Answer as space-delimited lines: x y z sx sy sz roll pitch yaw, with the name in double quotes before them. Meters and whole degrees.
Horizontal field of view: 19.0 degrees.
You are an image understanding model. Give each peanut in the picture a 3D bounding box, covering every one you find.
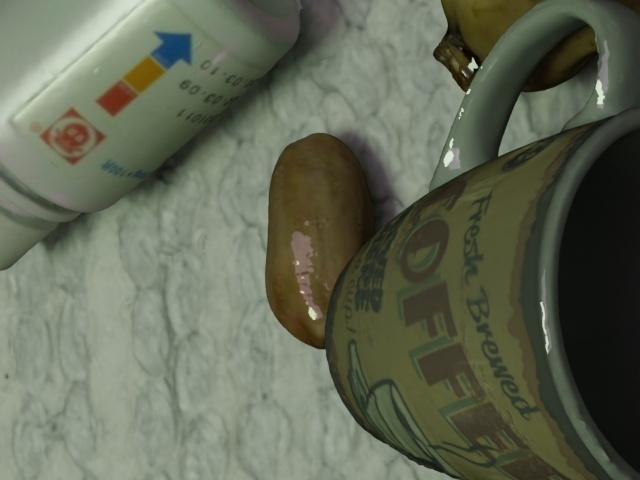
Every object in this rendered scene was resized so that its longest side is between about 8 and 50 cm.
"peanut" 0.000 0.000 1.298 0.076 0.076 0.152 -11 72 28

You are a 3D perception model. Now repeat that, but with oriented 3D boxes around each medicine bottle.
"medicine bottle" -0.168 -0.115 1.351 0.293 0.170 0.170 -40 66 18

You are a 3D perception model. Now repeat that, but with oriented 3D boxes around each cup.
"cup" 0.124 0.010 1.131 0.257 0.227 0.301 -8 82 50

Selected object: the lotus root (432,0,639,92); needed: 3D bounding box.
"lotus root" 0.169 -0.189 1.192 0.257 0.140 0.154 -48 57 22
